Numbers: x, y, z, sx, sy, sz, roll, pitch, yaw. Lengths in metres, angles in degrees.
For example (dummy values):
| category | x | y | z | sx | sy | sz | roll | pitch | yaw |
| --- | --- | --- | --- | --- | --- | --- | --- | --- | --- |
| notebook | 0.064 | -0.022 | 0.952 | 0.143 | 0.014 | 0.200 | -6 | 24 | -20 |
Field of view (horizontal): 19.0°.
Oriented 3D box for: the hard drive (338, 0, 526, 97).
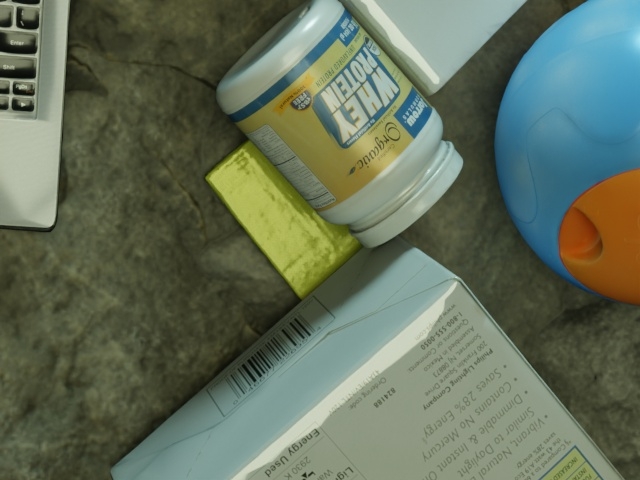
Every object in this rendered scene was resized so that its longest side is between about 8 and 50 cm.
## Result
| category | x | y | z | sx | sy | sz | roll | pitch | yaw |
| --- | --- | --- | --- | --- | --- | --- | --- | --- | --- |
| hard drive | 0.058 | -0.337 | 1.733 | 0.233 | 0.047 | 0.353 | -46 | 102 | -14 |

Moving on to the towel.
| category | x | y | z | sx | sy | sz | roll | pitch | yaw |
| --- | --- | --- | --- | --- | --- | --- | --- | --- | --- |
| towel | 0.000 | 0.000 | 1.805 | 0.102 | 0.021 | 0.237 | -40 | 101 | -8 |

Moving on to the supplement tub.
| category | x | y | z | sx | sy | sz | roll | pitch | yaw |
| --- | --- | --- | --- | --- | --- | --- | --- | --- | --- |
| supplement tub | 0.019 | -0.106 | 1.722 | 0.144 | 0.144 | 0.200 | -43 | 102 | -2 |

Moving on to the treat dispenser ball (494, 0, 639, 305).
| category | x | y | z | sx | sy | sz | roll | pitch | yaw |
| --- | --- | --- | --- | --- | --- | --- | --- | --- | --- |
| treat dispenser ball | 0.300 | -0.084 | 1.704 | 0.288 | 0.288 | 0.288 | -1 | 98 | -9 |

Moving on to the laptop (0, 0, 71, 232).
| category | x | y | z | sx | sy | sz | roll | pitch | yaw |
| --- | --- | --- | --- | --- | --- | --- | --- | --- | --- |
| laptop | -0.400 | -0.197 | 1.583 | 0.381 | 0.236 | 0.408 | 4 | 101 | -7 |

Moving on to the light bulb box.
| category | x | y | z | sx | sy | sz | roll | pitch | yaw |
| --- | --- | --- | --- | --- | --- | --- | --- | --- | --- |
| light bulb box | 0.067 | 0.250 | 1.728 | 0.358 | 0.225 | 0.361 | -41 | 108 | -2 |
